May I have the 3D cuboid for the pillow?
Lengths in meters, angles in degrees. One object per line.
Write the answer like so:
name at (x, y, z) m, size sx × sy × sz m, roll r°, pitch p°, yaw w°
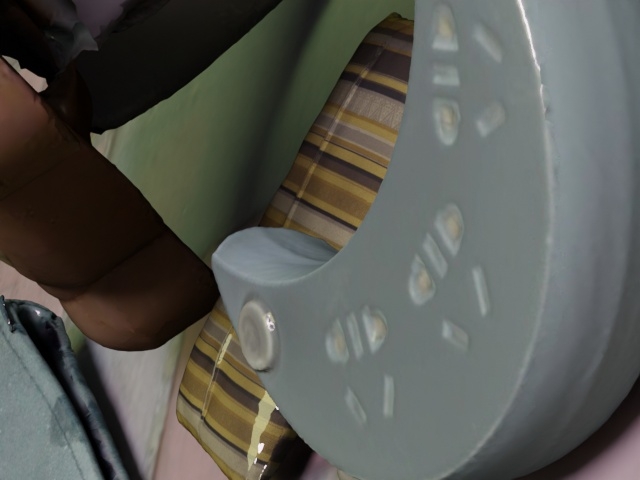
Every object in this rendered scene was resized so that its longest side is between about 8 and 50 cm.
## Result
pillow at (0.000, 0.000, 0.762) m, size 0.203 × 0.038 × 0.113 m, roll -64°, pitch 21°, yaw 1°

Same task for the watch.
watch at (-0.079, -0.165, 0.758) m, size 0.327 × 0.314 × 0.335 m, roll -45°, pitch -3°, yaw -5°

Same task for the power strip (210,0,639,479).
power strip at (0.034, -0.001, 0.593) m, size 0.167 × 0.054 × 0.253 m, roll 61°, pitch 144°, yaw 34°

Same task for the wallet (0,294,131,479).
wallet at (-0.170, 0.189, 0.918) m, size 0.251 × 0.054 × 0.290 m, roll -62°, pitch 26°, yaw 12°
